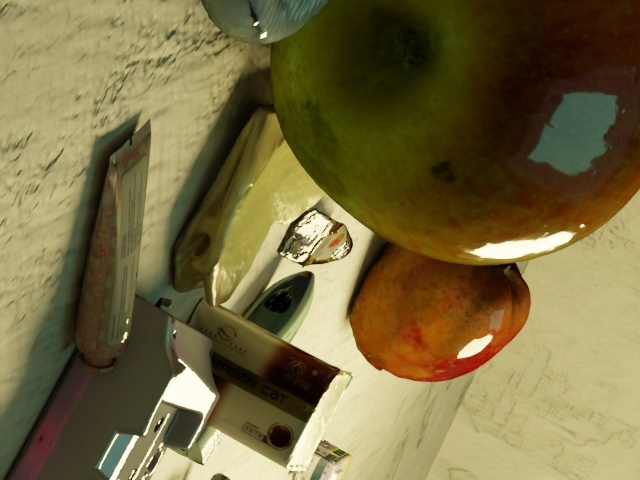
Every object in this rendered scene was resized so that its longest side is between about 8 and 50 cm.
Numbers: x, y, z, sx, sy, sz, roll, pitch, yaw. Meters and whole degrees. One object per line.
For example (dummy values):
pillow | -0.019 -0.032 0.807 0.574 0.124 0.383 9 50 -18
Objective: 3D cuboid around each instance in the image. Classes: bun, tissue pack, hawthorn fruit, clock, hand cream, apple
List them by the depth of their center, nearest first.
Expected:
bun | -0.041 -0.210 1.398 0.141 0.083 0.141 -47 152 -34
hand cream | -0.156 0.011 1.495 0.067 0.043 0.209 -48 155 -54
apple | 0.122 -0.149 1.625 0.339 0.339 0.339 -57 166 -22
clock | -0.171 0.168 1.647 0.253 0.083 0.186 -62 168 -4
tissue pack | -0.063 0.135 1.858 0.106 0.149 0.099 -63 167 -2
hand cream | 0.000 0.000 2.088 0.062 0.039 0.163 -48 167 8
hawthorn fruit | 0.139 0.092 2.484 0.248 0.208 0.208 -49 175 29

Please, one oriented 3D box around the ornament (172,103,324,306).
ornament | -0.055 -0.052 1.722 0.201 0.059 0.180 -52 161 -33

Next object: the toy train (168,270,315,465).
toy train | -0.074 0.111 1.989 0.252 0.055 0.048 -55 156 -31

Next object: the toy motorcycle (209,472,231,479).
toy motorcycle | -0.145 0.335 2.139 0.193 0.061 0.124 -65 166 20

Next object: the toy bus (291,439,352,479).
toy bus | 0.002 0.304 2.664 0.052 0.058 0.102 -65 167 8
